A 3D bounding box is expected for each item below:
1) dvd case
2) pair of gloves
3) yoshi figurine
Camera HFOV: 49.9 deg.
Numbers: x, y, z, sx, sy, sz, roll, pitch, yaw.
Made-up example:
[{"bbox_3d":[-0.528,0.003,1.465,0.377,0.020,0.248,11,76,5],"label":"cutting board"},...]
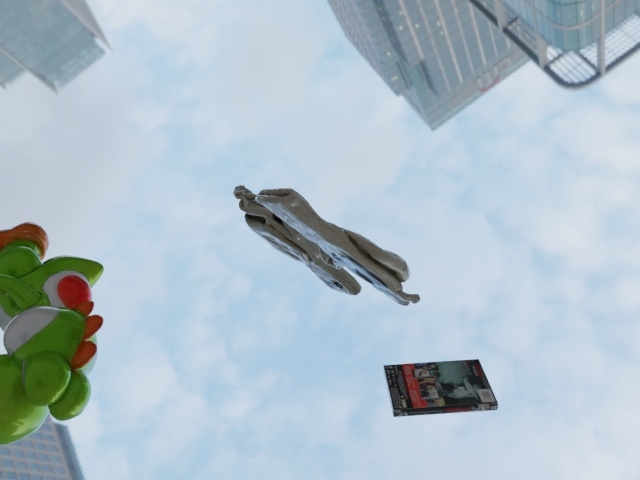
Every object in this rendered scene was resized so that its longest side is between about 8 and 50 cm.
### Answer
[{"bbox_3d":[0.138,0.172,0.808,0.119,0.013,0.087,-5,-154,-2],"label":"dvd case"},{"bbox_3d":[0.000,0.000,0.782,0.042,0.204,0.240,-57,-161,-11],"label":"pair of gloves"},{"bbox_3d":[-0.405,0.130,0.911,0.362,0.203,0.203,46,-61,54],"label":"yoshi figurine"}]
